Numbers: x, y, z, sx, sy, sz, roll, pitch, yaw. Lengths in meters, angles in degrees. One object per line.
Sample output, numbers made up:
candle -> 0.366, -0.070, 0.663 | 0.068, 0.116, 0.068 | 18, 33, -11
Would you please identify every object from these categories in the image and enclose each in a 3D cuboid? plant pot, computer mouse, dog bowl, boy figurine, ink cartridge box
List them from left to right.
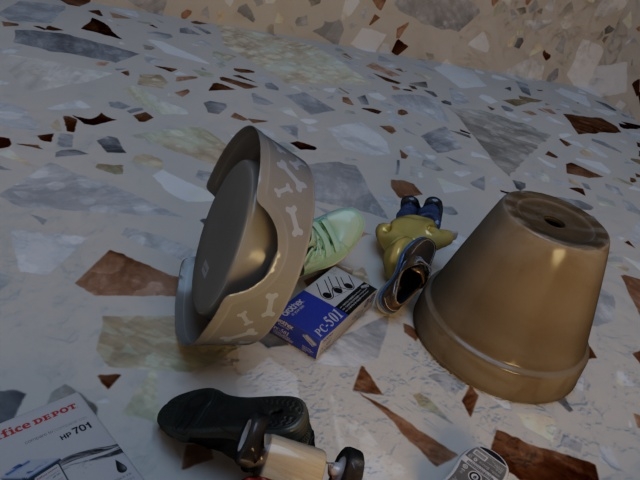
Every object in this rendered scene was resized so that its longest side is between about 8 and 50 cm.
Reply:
ink cartridge box -> -0.290, 0.280, 0.706 | 0.139, 0.082, 0.191 | -19, 47, -43
dog bowl -> -0.122, 0.003, 0.992 | 0.102, 0.349, 0.349 | 18, 29, -22
ink cartridge box -> 0.010, 0.122, 1.125 | 0.097, 0.046, 0.207 | 27, 33, 20
boy figurine -> 0.202, -0.006, 1.359 | 0.177, 0.092, 0.285 | 3, 30, 16
computer mouse -> 0.188, 0.350, 0.852 | 0.106, 0.042, 0.193 | 32, 40, 33
plant pot -> 0.363, 0.078, 1.134 | 0.323, 0.280, 0.323 | 12, 32, -8

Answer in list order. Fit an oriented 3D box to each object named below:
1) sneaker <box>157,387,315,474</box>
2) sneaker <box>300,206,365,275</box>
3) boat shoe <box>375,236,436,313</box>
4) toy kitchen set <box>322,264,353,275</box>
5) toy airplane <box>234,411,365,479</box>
sneaker -> -0.107, 0.263, 0.827 | 0.227, 0.130, 0.087 | -3, 29, 24
sneaker -> 0.000, 0.001, 1.148 | 0.256, 0.151, 0.094 | -32, 83, -25
boat shoe -> 0.178, 0.064, 1.203 | 0.066, 0.066, 0.183 | 41, 64, -15
toy kitchen set -> 0.034, 0.027, 1.270 | 0.075, 0.083, 0.068 | 16, -10, 0
toy airplane -> -0.040, 0.340, 0.546 | 0.386, 0.272, 0.384 | 22, -3, 35
